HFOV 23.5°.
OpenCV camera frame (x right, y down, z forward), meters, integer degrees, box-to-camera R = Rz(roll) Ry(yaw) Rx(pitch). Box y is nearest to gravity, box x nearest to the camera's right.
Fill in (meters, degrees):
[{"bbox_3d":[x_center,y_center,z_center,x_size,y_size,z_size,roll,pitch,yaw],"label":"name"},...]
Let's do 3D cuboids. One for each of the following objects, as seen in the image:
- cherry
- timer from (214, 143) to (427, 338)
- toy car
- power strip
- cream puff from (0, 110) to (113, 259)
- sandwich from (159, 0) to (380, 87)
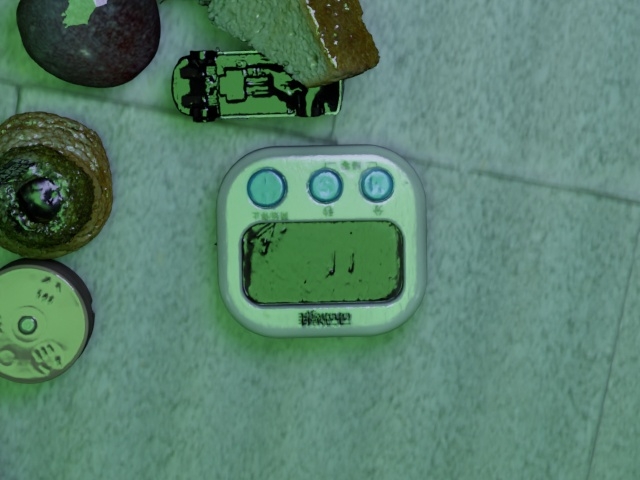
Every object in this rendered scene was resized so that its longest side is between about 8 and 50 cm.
[{"bbox_3d":[-0.274,-0.260,1.832,0.176,0.140,0.176,-3,105,-12],"label":"cherry"},{"bbox_3d":[0.000,0.000,1.903,0.262,0.087,0.237,-1,98,-1],"label":"timer"},{"bbox_3d":[-0.073,-0.192,1.868,0.209,0.108,0.089,-2,101,3],"label":"toy car"},{"bbox_3d":[-0.361,0.099,1.911,0.154,0.078,0.154,0,99,-2],"label":"power strip"},{"bbox_3d":[-0.341,-0.061,1.843,0.183,0.169,0.183,0,99,-1],"label":"cream puff"},{"bbox_3d":[-0.079,-0.301,1.790,0.254,0.099,0.288,-15,101,44],"label":"sandwich"}]
